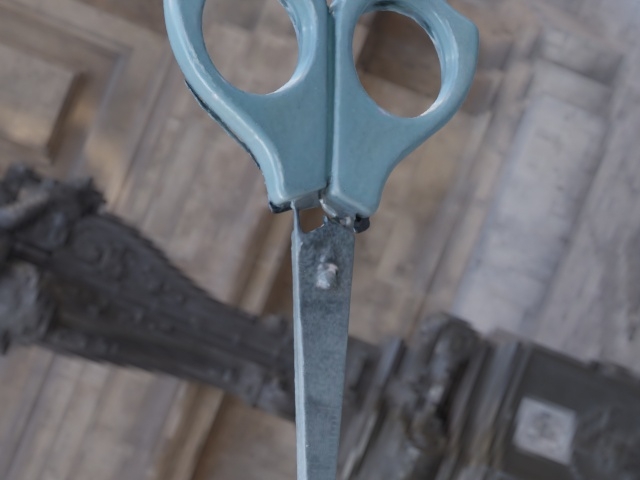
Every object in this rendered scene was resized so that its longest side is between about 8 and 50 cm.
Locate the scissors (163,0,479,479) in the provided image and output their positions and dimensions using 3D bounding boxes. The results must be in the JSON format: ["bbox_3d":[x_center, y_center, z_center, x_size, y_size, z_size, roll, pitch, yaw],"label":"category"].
[{"bbox_3d":[-0.001,0.000,0.932,0.029,0.191,0.360,163,111,-65],"label":"scissors"}]
